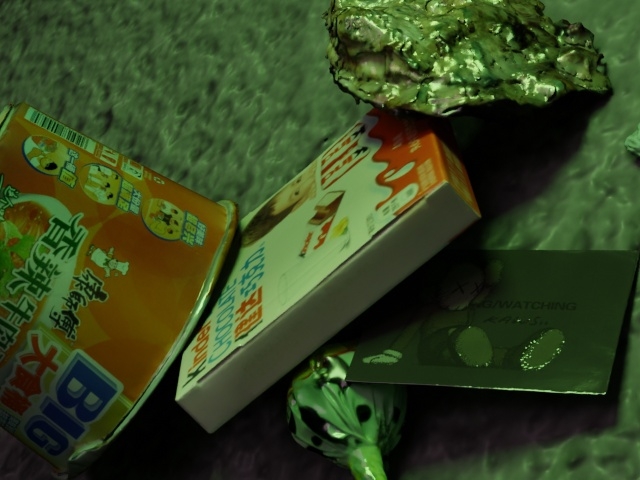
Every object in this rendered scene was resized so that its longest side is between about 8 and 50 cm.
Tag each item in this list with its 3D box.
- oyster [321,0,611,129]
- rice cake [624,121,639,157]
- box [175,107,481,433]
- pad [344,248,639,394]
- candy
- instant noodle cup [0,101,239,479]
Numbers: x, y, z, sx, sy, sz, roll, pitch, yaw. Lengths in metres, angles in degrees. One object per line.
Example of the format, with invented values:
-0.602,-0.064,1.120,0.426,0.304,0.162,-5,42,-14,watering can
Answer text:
0.104,-0.163,1.117,0.198,0.092,0.259,-15,28,-24,oyster
0.268,-0.108,0.997,0.121,0.021,0.022,-50,26,1,rice cake
0.000,0.000,1.096,0.265,0.048,0.273,-40,18,13,box
0.120,0.053,0.961,0.190,0.004,0.127,0,48,26,pad
0.052,0.188,0.933,0.091,0.083,0.305,-43,44,18,candy
-0.236,0.029,1.175,0.296,0.214,0.296,-51,16,20,instant noodle cup
